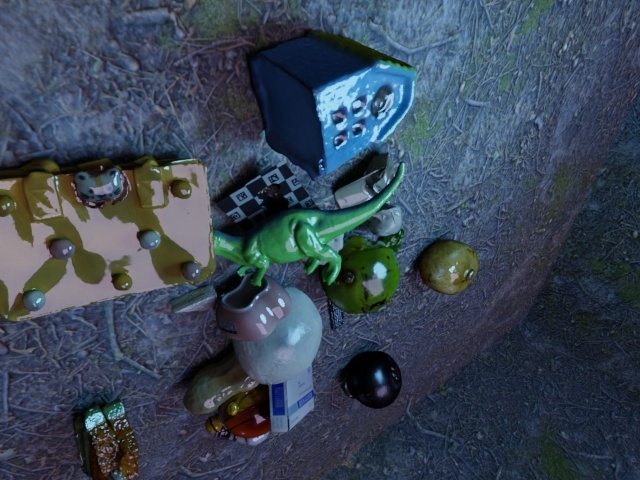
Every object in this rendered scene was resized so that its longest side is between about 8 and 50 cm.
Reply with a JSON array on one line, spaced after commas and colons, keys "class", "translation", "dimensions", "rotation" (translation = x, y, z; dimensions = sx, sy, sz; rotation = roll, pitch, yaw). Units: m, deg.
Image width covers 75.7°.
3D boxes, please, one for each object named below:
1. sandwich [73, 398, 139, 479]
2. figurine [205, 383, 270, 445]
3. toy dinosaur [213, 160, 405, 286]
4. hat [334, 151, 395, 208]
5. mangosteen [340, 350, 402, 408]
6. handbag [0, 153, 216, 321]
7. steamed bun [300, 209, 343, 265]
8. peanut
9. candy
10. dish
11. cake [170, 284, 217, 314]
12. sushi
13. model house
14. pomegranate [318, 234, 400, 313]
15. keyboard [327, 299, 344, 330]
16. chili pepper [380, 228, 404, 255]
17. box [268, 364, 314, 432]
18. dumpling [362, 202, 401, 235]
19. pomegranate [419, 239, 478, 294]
[{"class": "sandwich", "translation": [-0.572, 0.553, 1.114], "dimensions": [0.109, 0.212, 0.292], "rotation": [-24, 126, -47]}, {"class": "figurine", "translation": [-0.239, 0.599, 1.451], "dimensions": [0.320, 0.196, 0.323], "rotation": [-23, 147, -28]}, {"class": "toy dinosaur", "translation": [-0.068, -0.076, 1.020], "dimensions": [0.374, 0.144, 0.500], "rotation": [30, 103, -25]}, {"class": "hat", "translation": [0.131, -0.176, 1.229], "dimensions": [0.173, 0.144, 0.166], "rotation": [-1, 143, 14]}, {"class": "mangosteen", "translation": [0.224, 0.652, 1.917], "dimensions": [0.302, 0.275, 0.275], "rotation": [-25, 151, 28]}, {"class": "handbag", "translation": [-0.411, -0.018, 0.784], "dimensions": [0.400, 0.133, 0.283], "rotation": [-10, 118, -28]}, {"class": "steamed bun", "translation": [0.000, 0.000, 1.216], "dimensions": [0.182, 0.106, 0.183], "rotation": [-25, 139, -24]}, {"class": "peanut", "translation": [-0.285, 0.427, 1.302], "dimensions": [0.313, 0.149, 0.149], "rotation": [-26, 138, -22]}, {"class": "candy", "translation": [-0.120, 0.282, 1.225], "dimensions": [0.295, 0.296, 0.185], "rotation": [-30, -178, -20]}, {"class": "dish", "translation": [-0.191, 0.163, 1.115], "dimensions": [0.213, 0.213, 0.090], "rotation": [-31, 132, -18]}, {"class": "cake", "translation": [-0.335, 0.157, 1.089], "dimensions": [0.121, 0.052, 0.065], "rotation": [-1, 130, -41]}, {"class": "sushi", "translation": [-0.130, -0.098, 1.051], "dimensions": [0.192, 0.051, 0.215], "rotation": [-32, 139, 7]}, {"class": "model house", "translation": [0.034, -0.315, 0.864], "dimensions": [0.303, 0.237, 0.216], "rotation": [-34, 142, -18]}, {"class": "pomegranate", "translation": [0.145, 0.115, 1.353], "dimensions": [0.340, 0.260, 0.260], "rotation": [18, 110, -54]}, {"class": "keyboard", "translation": [0.062, 0.277, 1.593], "dimensions": [0.061, 0.013, 0.204], "rotation": [-30, 139, -21]}, {"class": "chili pepper", "translation": [0.243, 0.046, 1.506], "dimensions": [0.100, 0.074, 0.257], "rotation": [-4, 125, -40]}, {"class": "box", "translation": [-0.094, 0.517, 1.434], "dimensions": [0.065, 0.200, 0.343], "rotation": [-6, 168, 11]}, {"class": "dumpling", "translation": [0.201, -0.065, 1.340], "dimensions": [0.136, 0.119, 0.199], "rotation": [-12, 157, 21]}, {"class": "pomegranate", "translation": [0.533, 0.110, 1.707], "dimensions": [0.248, 0.248, 0.248], "rotation": [-25, 137, -25]}]
